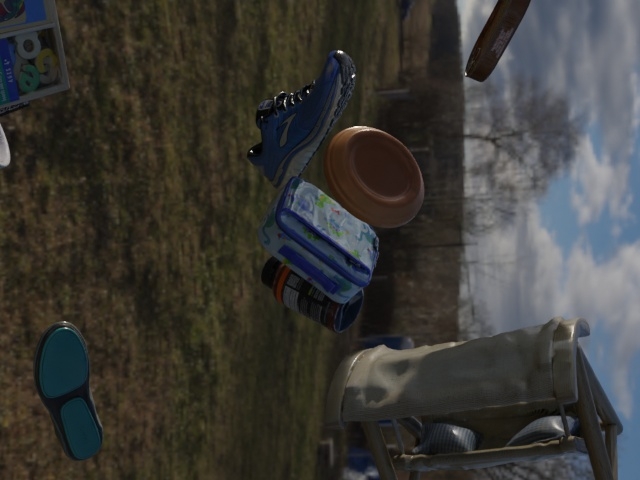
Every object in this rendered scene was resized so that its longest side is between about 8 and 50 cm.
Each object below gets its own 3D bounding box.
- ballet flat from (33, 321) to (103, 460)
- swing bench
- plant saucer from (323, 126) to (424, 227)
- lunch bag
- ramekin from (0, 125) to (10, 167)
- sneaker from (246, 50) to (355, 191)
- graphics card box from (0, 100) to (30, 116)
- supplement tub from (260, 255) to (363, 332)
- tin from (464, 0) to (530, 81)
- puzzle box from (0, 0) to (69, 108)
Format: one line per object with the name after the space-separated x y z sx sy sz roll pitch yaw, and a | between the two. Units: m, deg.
-0.334 0.191 1.070 0.068 0.072 0.213 30 -48 48 | ballet flat
0.177 0.196 0.900 0.255 0.253 0.165 62 30 -32 | swing bench
0.100 -0.118 1.438 0.037 0.199 0.200 -45 -144 51 | plant saucer
0.000 0.000 1.484 0.090 0.219 0.176 -44 -165 34 | lunch bag
-0.779 -0.251 1.713 0.277 0.135 0.277 155 -90 -87 | ramekin
-0.050 -0.237 1.595 0.330 0.147 0.130 -53 -175 37 | sneaker
-0.644 -0.422 1.567 0.233 0.094 0.371 58 -26 10 | graphics card box
-0.021 0.095 1.618 0.106 0.197 0.106 -40 145 -37 | supplement tub
0.298 -0.352 1.378 0.106 0.040 0.190 -67 -177 -55 | tin
-0.467 -0.357 1.020 0.272 0.052 0.409 -31 127 -45 | puzzle box
